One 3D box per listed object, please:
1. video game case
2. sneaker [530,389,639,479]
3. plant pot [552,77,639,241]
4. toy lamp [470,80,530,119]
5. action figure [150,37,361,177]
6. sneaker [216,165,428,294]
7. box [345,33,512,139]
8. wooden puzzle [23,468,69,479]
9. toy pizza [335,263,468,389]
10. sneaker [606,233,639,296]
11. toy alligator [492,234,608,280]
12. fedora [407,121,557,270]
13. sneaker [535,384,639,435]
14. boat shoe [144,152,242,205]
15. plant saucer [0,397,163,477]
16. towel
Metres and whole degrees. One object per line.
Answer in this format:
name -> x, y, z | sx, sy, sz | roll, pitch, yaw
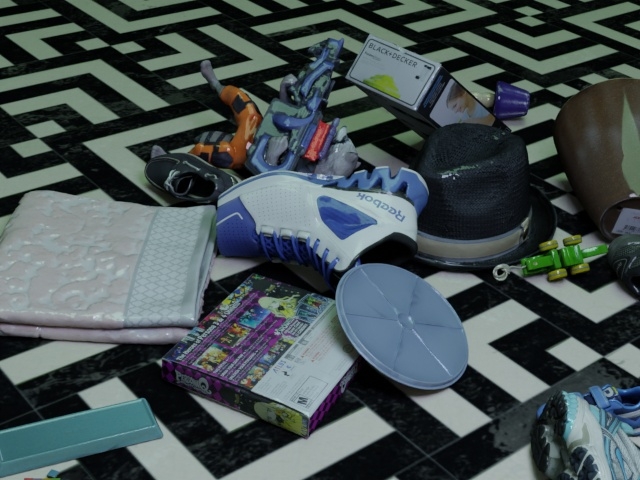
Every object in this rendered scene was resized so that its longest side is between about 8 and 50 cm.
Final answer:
video game case -> -0.054, 0.139, 1.343 | 0.210, 0.042, 0.232 | 18, 34, 20
sneaker -> 0.314, 0.265, 1.114 | 0.122, 0.110, 0.283 | 17, 28, -5
plant pot -> 0.498, -0.109, 1.697 | 0.215, 0.215, 0.230 | 5, 46, 1
toy lamp -> 0.272, -0.285, 2.050 | 0.274, 0.080, 0.080 | 8, 31, 5
action figure -> -0.074, -0.196, 1.777 | 0.330, 0.178, 0.341 | 22, 60, 18
sneaker -> 0.001, 0.000, 1.482 | 0.315, 0.127, 0.182 | -7, 50, 8
box -> 0.191, -0.235, 1.797 | 0.169, 0.087, 0.290 | 32, 2, 36
wooden puzzle -> -0.300, 0.276, 1.122 | 0.049, 0.006, 0.083 | 1, 31, -5
toy pizza -> 0.104, 0.114, 1.363 | 0.201, 0.032, 0.201 | 20, 41, -19
sneaker -> 0.551, 0.046, 1.534 | 0.227, 0.087, 0.130 | -1, 33, -2
toy alligator -> 0.340, 0.033, 1.567 | 0.189, 0.056, 0.051 | -12, -10, -12
fedora -> 0.229, -0.091, 1.653 | 0.334, 0.153, 0.334 | 3, 31, -2
sneaker -> 0.334, 0.203, 1.270 | 0.144, 0.059, 0.053 | -2, 34, -9
boat shoe -> -0.215, -0.100, 1.659 | 0.206, 0.075, 0.065 | 18, 7, 34
plant saucer -> -0.283, 0.223, 1.202 | 0.192, 0.018, 0.067 | -11, 34, -22
towel -> -0.312, 0.030, 1.485 | 0.317, 0.053, 0.332 | 4, 30, -1
